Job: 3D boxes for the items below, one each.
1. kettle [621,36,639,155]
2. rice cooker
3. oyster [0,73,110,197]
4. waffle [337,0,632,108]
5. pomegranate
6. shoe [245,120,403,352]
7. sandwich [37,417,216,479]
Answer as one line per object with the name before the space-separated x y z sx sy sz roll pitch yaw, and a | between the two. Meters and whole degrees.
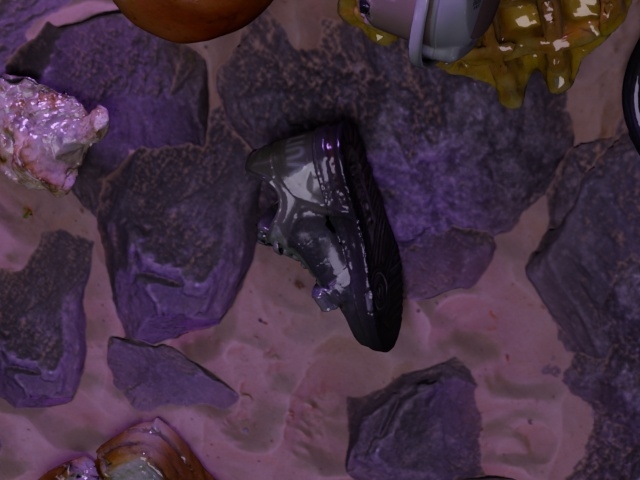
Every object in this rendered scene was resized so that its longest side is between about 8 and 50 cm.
kettle | 0.433 -0.143 1.347 0.268 0.207 0.290 42 137 21
rice cooker | 0.110 -0.266 1.258 0.127 0.145 0.206 23 119 16
oyster | -0.336 -0.127 1.603 0.191 0.081 0.163 -24 109 22
waffle | 0.166 -0.334 1.340 0.380 0.095 0.382 29 122 -2
pomegranate | -0.129 -0.299 1.367 0.209 0.209 0.209 7 123 10
shoe | -0.001 0.001 1.585 0.149 0.109 0.292 -4 118 21
sandwich | -0.261 0.390 1.899 0.273 0.095 0.249 -30 111 27
